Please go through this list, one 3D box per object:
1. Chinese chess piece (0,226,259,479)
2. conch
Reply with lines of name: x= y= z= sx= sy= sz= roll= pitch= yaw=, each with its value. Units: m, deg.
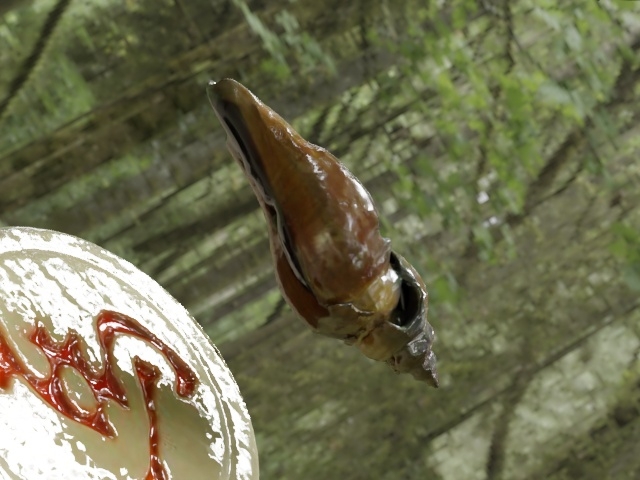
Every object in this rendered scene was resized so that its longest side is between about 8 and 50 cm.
Chinese chess piece: x=-0.159 y=0.117 z=0.799 sx=0.273 sy=0.102 sz=0.273 roll=34 pitch=33 yaw=-26
conch: x=0.000 y=0.004 z=0.834 sx=0.086 sy=0.080 sz=0.232 roll=-7 pitch=-52 yaw=49
